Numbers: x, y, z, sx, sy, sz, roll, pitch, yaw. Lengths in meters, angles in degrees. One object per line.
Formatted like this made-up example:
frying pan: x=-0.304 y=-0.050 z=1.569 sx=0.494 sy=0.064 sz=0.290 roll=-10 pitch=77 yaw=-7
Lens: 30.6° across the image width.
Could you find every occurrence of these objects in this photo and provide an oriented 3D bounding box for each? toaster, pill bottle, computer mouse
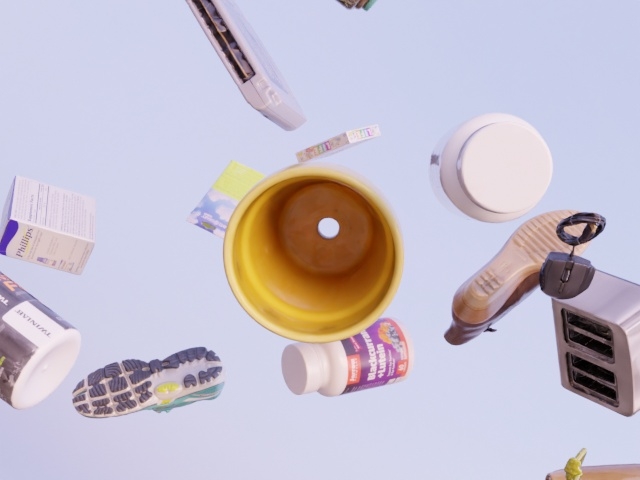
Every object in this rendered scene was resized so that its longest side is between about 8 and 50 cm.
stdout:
toaster: x=0.424 y=0.147 z=1.680 sx=0.186 sy=0.110 sz=0.168 roll=24 pitch=-45 yaw=48
pill bottle: x=0.041 y=0.185 z=1.827 sx=0.108 sy=0.194 sz=0.108 roll=20 pitch=-66 yaw=56
pill bottle: x=0.204 y=-0.086 z=1.398 sx=0.131 sy=0.131 sz=0.229 roll=36 pitch=2 yaw=-2
pill bottle: x=-0.446 y=0.103 z=1.537 sx=0.246 sy=0.130 sz=0.130 roll=34 pitch=-23 yaw=15
computer mouse: x=0.329 y=0.027 z=1.531 sx=0.071 sy=0.041 sz=0.242 roll=14 pitch=-23 yaw=9

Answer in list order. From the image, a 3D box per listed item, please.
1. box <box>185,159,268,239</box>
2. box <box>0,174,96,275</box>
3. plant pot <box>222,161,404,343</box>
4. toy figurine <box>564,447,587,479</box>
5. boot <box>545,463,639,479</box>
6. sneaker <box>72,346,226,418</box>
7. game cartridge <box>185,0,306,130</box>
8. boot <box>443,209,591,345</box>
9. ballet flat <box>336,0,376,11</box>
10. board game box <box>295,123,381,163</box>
box: x=-0.190 y=-0.078 z=2.473 sx=0.109 sy=0.178 sz=0.042 roll=26 pitch=-26 yaw=20
box: x=-0.428 y=-0.024 z=1.838 sx=0.137 sy=0.126 sz=0.072 roll=18 pitch=-60 yaw=-21
plant pot: x=0.000 y=0.000 z=1.728 sx=0.254 sy=0.254 sz=0.239 roll=36 pitch=13 yaw=-2
toy figurine: x=0.165 y=0.359 z=1.337 sx=0.217 sy=0.362 sz=0.191 roll=11 pitch=-67 yaw=16
boot: x=0.488 y=0.432 z=1.713 sx=0.270 sy=0.236 sz=0.089 roll=-8 pitch=-31 yaw=-8
sneaker: x=-0.302 y=0.276 z=2.088 sx=0.275 sy=0.107 sz=0.110 roll=-9 pitch=-39 yaw=-9
game cartridge: x=-0.132 y=-0.324 z=2.015 sx=0.294 sy=0.060 sz=0.196 roll=59 pitch=14 yaw=16
boot: x=0.300 y=0.058 z=1.813 sx=0.090 sy=0.248 sz=0.207 roll=54 pitch=-16 yaw=17
ballet flat: x=0.157 y=-0.551 z=1.726 sx=0.182 sy=0.164 sz=0.483 roll=45 pitch=-65 yaw=-9
board game box: x=0.036 y=-0.201 z=2.442 sx=0.154 sy=0.103 sz=0.026 roll=-18 pitch=-90 yaw=44
